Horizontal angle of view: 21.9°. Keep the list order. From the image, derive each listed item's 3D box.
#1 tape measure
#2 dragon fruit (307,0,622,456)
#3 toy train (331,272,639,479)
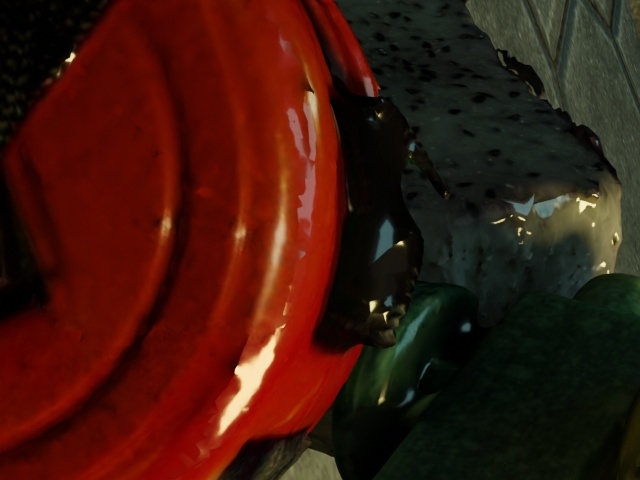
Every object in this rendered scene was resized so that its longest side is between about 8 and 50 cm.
[{"bbox_3d":[-0.092,-0.025,0.509,0.260,0.253,0.114,71,15,9],"label":"tape measure"},{"bbox_3d":[0.000,0.000,0.827,0.283,0.203,0.221,-117,-156,-52],"label":"dragon fruit"},{"bbox_3d":[0.036,0.188,0.605,0.397,0.160,0.253,-46,138,-38],"label":"toy train"}]
